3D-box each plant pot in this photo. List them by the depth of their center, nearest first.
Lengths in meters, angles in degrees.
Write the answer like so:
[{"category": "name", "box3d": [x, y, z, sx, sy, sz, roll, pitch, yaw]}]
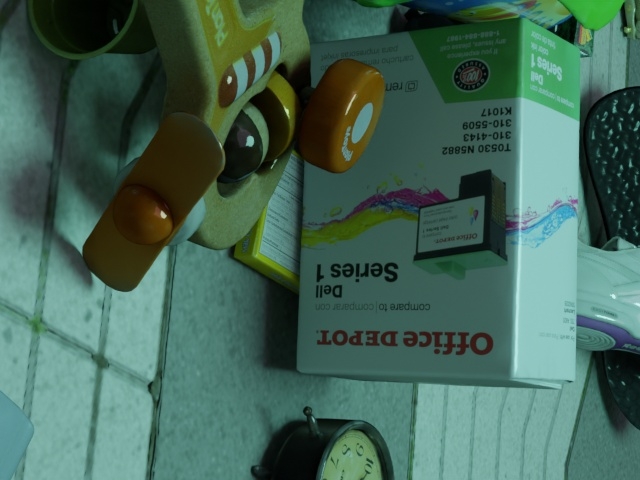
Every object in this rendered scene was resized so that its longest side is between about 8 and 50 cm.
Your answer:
[{"category": "plant pot", "box3d": [-0.140, -0.157, 0.900, 0.079, 0.083, 0.083, 7, 82, -68]}]

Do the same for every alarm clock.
[{"category": "alarm clock", "box3d": [0.018, 0.222, 1.127, 0.192, 0.064, 0.129, 40, 56, -46]}]

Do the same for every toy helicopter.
[{"category": "toy helicopter", "box3d": [-0.081, -0.103, 0.854, 0.235, 0.140, 0.355, -58, 161, -20]}]

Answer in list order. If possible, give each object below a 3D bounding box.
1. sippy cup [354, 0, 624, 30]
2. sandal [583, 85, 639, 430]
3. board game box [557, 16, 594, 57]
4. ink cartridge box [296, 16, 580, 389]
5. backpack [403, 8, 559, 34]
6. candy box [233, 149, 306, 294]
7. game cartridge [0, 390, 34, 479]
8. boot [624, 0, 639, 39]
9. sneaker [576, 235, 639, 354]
[{"category": "sippy cup", "box3d": [0.130, -0.281, 1.116, 0.224, 0.240, 0.306, 16, 59, -43]}, {"category": "sandal", "box3d": [0.433, 0.024, 1.708, 0.107, 0.167, 0.446, -39, 122, -79]}, {"category": "board game box", "box3d": [0.262, -0.325, 1.450, 0.030, 0.136, 0.260, 6, 90, -26]}, {"category": "ink cartridge box", "box3d": [0.096, -0.023, 1.082, 0.117, 0.201, 0.278, 11, 79, -56]}, {"category": "backpack", "box3d": [0.164, -0.149, 1.321, 0.182, 0.151, 0.115, 48, 54, -61]}, {"category": "candy box", "box3d": [0.000, 0.000, 1.145, 0.206, 0.027, 0.105, 34, 57, -51]}, {"category": "game cartridge", "box3d": [-0.280, 0.104, 0.685, 0.297, 0.062, 0.198, 54, 42, -41]}, {"category": "boot", "box3d": [0.424, -0.367, 1.766, 0.262, 0.095, 0.204, -23, 109, -60]}, {"category": "sneaker", "box3d": [0.403, 0.074, 1.596, 0.305, 0.114, 0.152, 18, 60, -20]}]
